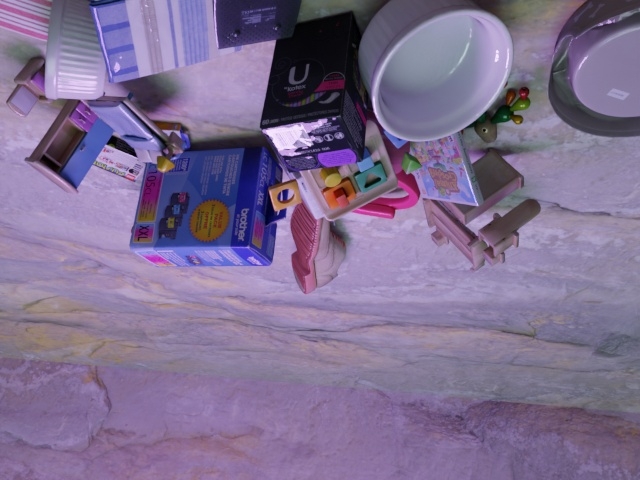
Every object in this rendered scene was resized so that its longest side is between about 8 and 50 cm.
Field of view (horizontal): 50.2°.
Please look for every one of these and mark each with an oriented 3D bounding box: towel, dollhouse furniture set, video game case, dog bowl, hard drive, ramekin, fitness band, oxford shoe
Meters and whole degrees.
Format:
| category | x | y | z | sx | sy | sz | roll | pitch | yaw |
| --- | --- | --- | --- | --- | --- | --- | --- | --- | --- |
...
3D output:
| category | x | y | z | sx | sy | sz | roll | pitch | yaw |
| --- | --- | --- | --- | --- | --- | --- | --- | --- | --- |
| towel | -0.275 | -0.405 | 1.279 | 0.284 | 0.034 | 0.209 | -20 | 153 | -15 |
| dollhouse furniture set | -0.506 | -0.229 | 1.508 | 0.303 | 0.198 | 0.286 | 12 | 158 | 36 |
| video game case | 0.263 | -0.175 | 1.524 | 0.212 | 0.023 | 0.193 | 18 | 135 | 62 |
| dog bowl | 0.608 | -0.344 | 1.299 | 0.348 | 0.102 | 0.349 | 5 | 149 | 3 |
| hard drive | -0.114 | -0.462 | 1.219 | 0.171 | 0.054 | 0.255 | -16 | 153 | -19 |
| ramekin | -0.477 | -0.378 | 1.353 | 0.109 | 0.207 | 0.207 | 5 | 151 | -19 |
| ramekin | 0.203 | -0.334 | 1.275 | 0.277 | 0.135 | 0.277 | -14 | 139 | -12 |
| fitness band | 0.112 | -0.140 | 1.750 | 0.290 | 0.054 | 0.209 | 10 | 152 | 16 |
| towel | -0.604 | -0.484 | 1.364 | 0.144 | 0.029 | 0.197 | 17 | 151 | -16 |
| oxford shoe | 0.000 | 0.000 | 2.005 | 0.146 | 0.141 | 0.397 | -19 | 149 | -18 |
| dollhouse furniture set | 0.421 | -0.040 | 1.734 | 0.173 | 0.303 | 0.356 | -34 | 147 | -5 |

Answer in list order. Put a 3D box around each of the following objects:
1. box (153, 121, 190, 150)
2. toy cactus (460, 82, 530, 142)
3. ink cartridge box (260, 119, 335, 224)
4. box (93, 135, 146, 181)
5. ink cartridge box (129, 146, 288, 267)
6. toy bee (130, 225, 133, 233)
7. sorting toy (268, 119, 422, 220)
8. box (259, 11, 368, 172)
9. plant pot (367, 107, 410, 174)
| category | x | y | z | sx | sy | sz | roll | pitch | yaw |
| --- | --- | --- | --- | --- | --- | --- | --- | --- | --- |
| box | -0.393 | -0.259 | 1.702 | 0.136 | 0.028 | 0.081 | 3 | 149 | 1 |
| toy cactus | 0.358 | -0.263 | 1.499 | 0.218 | 0.112 | 0.180 | -17 | 153 | 20 |
| ink cartridge box | -0.054 | -0.159 | 1.630 | 0.045 | 0.223 | 0.224 | -30 | 144 | -2 |
| box | -0.556 | -0.229 | 1.772 | 0.207 | 0.036 | 0.114 | 23 | 146 | -26 |
| ink cartridge box | -0.252 | -0.081 | 1.708 | 0.395 | 0.270 | 0.151 | -1 | 161 | 18 |
| toy bee | -0.383 | -0.065 | 1.932 | 0.195 | 0.298 | 0.162 | 41 | 116 | 7 |
| sorting toy | 0.062 | -0.133 | 1.423 | 0.347 | 0.047 | 0.196 | -27 | 137 | 3 |
| box | -0.003 | -0.289 | 1.337 | 0.165 | 0.271 | 0.143 | -6 | 147 | 19 |
| plant pot | 0.094 | -0.217 | 1.538 | 0.180 | 0.201 | 0.201 | 2 | 153 | -25 |
